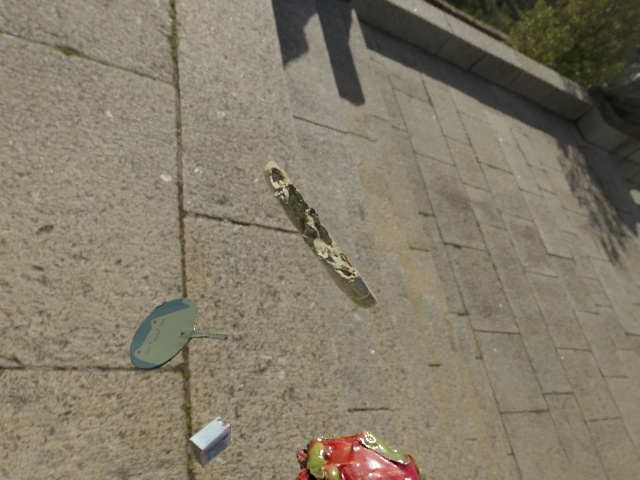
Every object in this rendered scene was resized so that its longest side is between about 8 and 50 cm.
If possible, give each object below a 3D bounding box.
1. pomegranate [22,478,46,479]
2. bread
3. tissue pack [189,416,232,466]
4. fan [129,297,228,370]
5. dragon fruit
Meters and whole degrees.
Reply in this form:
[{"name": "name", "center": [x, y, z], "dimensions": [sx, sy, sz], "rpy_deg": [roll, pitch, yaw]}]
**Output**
[{"name": "pomegranate", "center": [-0.682, 0.632, 1.123], "dimensions": [0.225, 0.187, 0.187], "rpy_deg": [22, 45, -48]}, {"name": "bread", "center": [0.000, 0.000, 0.753], "dimensions": [0.039, 0.182, 0.251], "rpy_deg": [-36, 70, -1]}, {"name": "tissue pack", "center": [-0.265, 0.486, 1.224], "dimensions": [0.058, 0.074, 0.094], "rpy_deg": [26, 35, 31]}, {"name": "fan", "center": [-0.189, 0.125, 0.680], "dimensions": [0.005, 0.175, 0.113], "rpy_deg": [55, 44, -39]}, {"name": "dragon fruit", "center": [0.070, 0.472, 0.897], "dimensions": [0.236, 0.231, 0.302], "rpy_deg": [-20, 46, -33]}]
